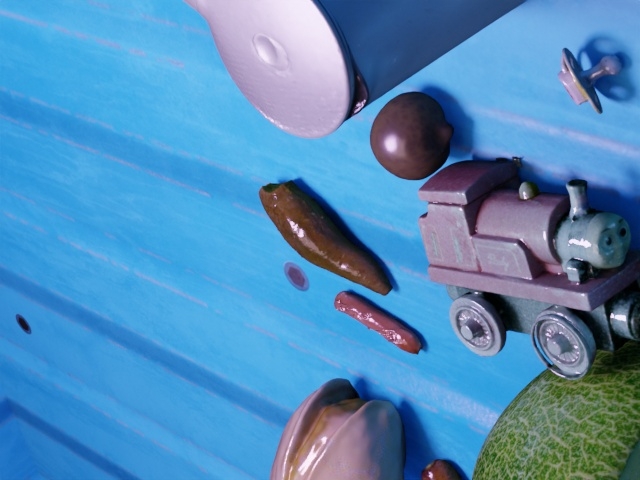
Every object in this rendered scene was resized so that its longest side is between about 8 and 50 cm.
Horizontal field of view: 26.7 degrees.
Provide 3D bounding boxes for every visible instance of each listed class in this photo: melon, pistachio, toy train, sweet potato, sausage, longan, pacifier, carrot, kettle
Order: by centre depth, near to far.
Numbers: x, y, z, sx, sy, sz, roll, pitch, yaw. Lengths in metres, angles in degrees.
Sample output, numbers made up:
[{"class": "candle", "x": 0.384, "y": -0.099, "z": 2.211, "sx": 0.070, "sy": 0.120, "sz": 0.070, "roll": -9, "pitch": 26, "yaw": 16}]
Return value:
[{"class": "kettle", "x": 0.040, "y": -0.283, "z": 1.375, "sx": 0.265, "sy": 0.318, "sz": 0.205, "roll": 53, "pitch": 149, "yaw": -2}, {"class": "pacifier", "x": 0.288, "y": -0.177, "z": 1.423, "sx": 0.064, "sy": 0.068, "sz": 0.083, "roll": -27, "pitch": 121, "yaw": 24}, {"class": "toy train", "x": 0.254, "y": 0.026, "z": 1.573, "sx": 0.304, "sy": 0.150, "sz": 0.221, "roll": 9, "pitch": 122, "yaw": 49}, {"class": "melon", "x": 0.307, "y": 0.266, "z": 1.620, "sx": 0.226, "sy": 0.331, "sz": 0.343, "roll": 32, "pitch": 166, "yaw": -30}, {"class": "longan", "x": 0.114, "y": -0.127, "z": 1.644, "sx": 0.113, "sy": 0.092, "sz": 0.113, "roll": 9, "pitch": 108, "yaw": 30}, {"class": "sweet potato", "x": 0.000, "y": 0.000, "z": 1.925, "sx": 0.244, "sy": 0.077, "sz": 0.077, "roll": 45, "pitch": 147, "yaw": 13}, {"class": "sausage", "x": 0.085, "y": 0.119, "z": 1.971, "sx": 0.158, "sy": 0.042, "sz": 0.036, "roll": 31, "pitch": 104, "yaw": 27}, {"class": "carrot", "x": 0.218, "y": 0.404, "z": 2.065, "sx": 0.161, "sy": 0.055, "sz": 0.055, "roll": 48, "pitch": 148, "yaw": -6}, {"class": "pistachio", "x": 0.028, "y": 0.372, "z": 2.102, "sx": 0.229, "sy": 0.238, "sz": 0.321, "roll": 22, "pitch": 117, "yaw": 31}]
